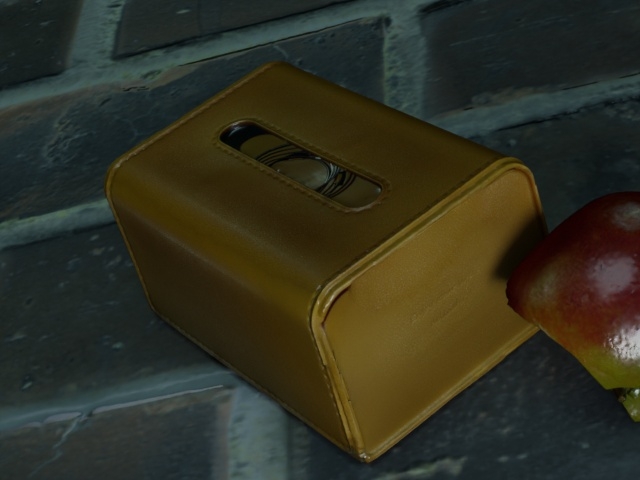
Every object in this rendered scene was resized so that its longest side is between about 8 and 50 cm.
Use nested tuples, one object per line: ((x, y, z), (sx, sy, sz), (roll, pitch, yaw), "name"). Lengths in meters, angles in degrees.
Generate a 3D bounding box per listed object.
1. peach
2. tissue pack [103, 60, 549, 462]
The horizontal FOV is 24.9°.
((0.202, 0.035, 0.916), (0.118, 0.151, 0.151), (-59, 29, 21), "peach")
((0.000, 0.000, 1.023), (0.194, 0.145, 0.274), (-37, 38, -21), "tissue pack")
